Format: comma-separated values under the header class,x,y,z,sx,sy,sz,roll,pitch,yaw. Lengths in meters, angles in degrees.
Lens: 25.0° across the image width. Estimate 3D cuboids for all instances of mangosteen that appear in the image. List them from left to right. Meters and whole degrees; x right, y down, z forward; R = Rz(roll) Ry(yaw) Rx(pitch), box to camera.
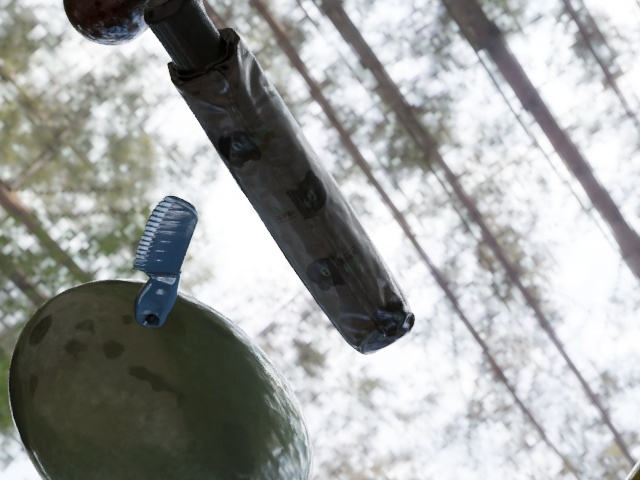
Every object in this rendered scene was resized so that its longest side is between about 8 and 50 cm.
class,x,y,z,sx,sy,sz,roll,pitch,yaw
mangosteen,-0.341,-0.417,2.338,0.199,0.200,0.200,-25,-144,20

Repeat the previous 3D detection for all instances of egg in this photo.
class,x,y,z,sx,sy,sz,roll,pitch,yaw
egg,-0.164,0.191,1.503,0.258,0.352,0.258,-44,-158,22

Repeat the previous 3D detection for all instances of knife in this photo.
class,x,y,z,sx,sy,sz,roll,pitch,yaw
knife,-0.131,0.021,1.177,0.313,0.044,0.019,121,-27,-66

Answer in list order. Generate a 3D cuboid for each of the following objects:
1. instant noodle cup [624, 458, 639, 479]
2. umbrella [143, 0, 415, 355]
class,x,y,z,sx,sy,sz,roll,pitch,yaw
instant noodle cup,0.319,0.255,1.204,0.236,0.215,0.215,-49,-148,11
umbrella,-0.030,-0.048,1.099,0.067,0.337,0.073,-38,-153,-8
